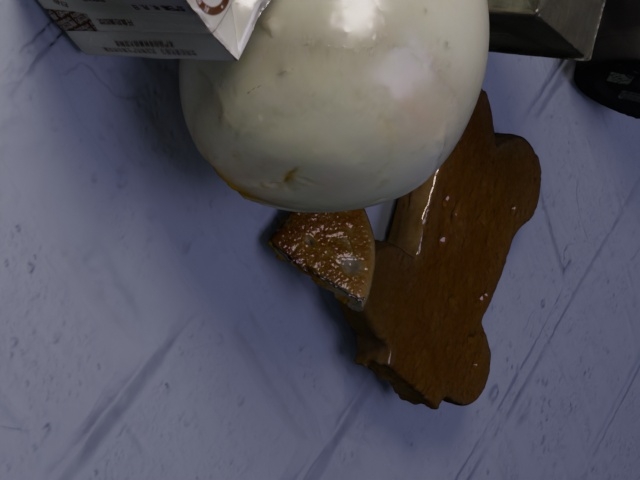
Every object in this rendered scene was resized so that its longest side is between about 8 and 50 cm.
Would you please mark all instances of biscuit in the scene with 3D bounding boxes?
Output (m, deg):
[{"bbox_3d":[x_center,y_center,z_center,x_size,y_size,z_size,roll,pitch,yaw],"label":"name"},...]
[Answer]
[{"bbox_3d":[0.145,0.003,1.697,0.368,0.076,0.394,37,67,-52],"label":"biscuit"}]

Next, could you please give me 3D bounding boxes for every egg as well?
[{"bbox_3d":[0.020,-0.193,1.283,0.283,0.283,0.345,50,52,-48],"label":"egg"}]

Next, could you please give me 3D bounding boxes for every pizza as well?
[{"bbox_3d":[0.000,0.000,1.485,0.131,0.041,0.178,-21,84,-28],"label":"pizza"}]

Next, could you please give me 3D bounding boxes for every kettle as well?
[{"bbox_3d":[0.522,-0.353,2.017,0.321,0.228,0.324,69,35,-75],"label":"kettle"}]

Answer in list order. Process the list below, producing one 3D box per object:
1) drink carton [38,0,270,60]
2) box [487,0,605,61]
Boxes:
[{"bbox_3d":[-0.092,-0.313,1.163,0.132,0.194,0.324,51,59,-41],"label":"drink carton"},{"bbox_3d":[0.191,-0.302,1.529,0.149,0.231,0.155,22,82,-54],"label":"box"}]
